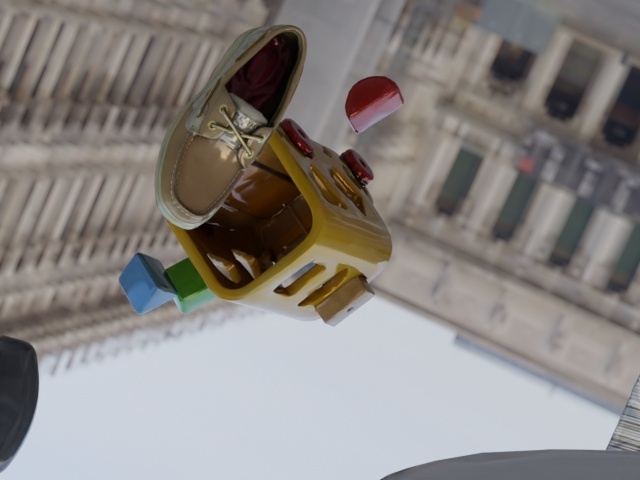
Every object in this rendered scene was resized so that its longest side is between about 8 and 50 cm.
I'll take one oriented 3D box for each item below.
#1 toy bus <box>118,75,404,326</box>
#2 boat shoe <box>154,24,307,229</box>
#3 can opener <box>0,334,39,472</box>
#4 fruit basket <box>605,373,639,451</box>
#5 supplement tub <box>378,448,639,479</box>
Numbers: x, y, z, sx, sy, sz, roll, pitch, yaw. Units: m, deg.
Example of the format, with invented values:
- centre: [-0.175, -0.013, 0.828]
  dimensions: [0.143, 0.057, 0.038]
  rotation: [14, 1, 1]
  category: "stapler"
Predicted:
- centre: [-0.009, 0.001, 1.191]
  dimensions: [0.202, 0.191, 0.104]
  rotation: [-21, -114, -27]
  category: "toy bus"
- centre: [-0.049, -0.069, 1.049]
  dimensions: [0.050, 0.135, 0.045]
  rotation: [33, 156, -21]
  category: "boat shoe"
- centre: [-0.274, 0.195, 1.351]
  dimensions: [0.095, 0.283, 0.076]
  rotation: [13, 158, -5]
  category: "can opener"
- centre: [0.282, 0.257, 1.131]
  dimensions: [0.327, 0.353, 0.165]
  rotation: [19, -157, -4]
  category: "fruit basket"
- centre: [0.076, 0.219, 0.291]
  dimensions: [0.241, 0.331, 0.241]
  rotation: [9, -174, -1]
  category: "supplement tub"
